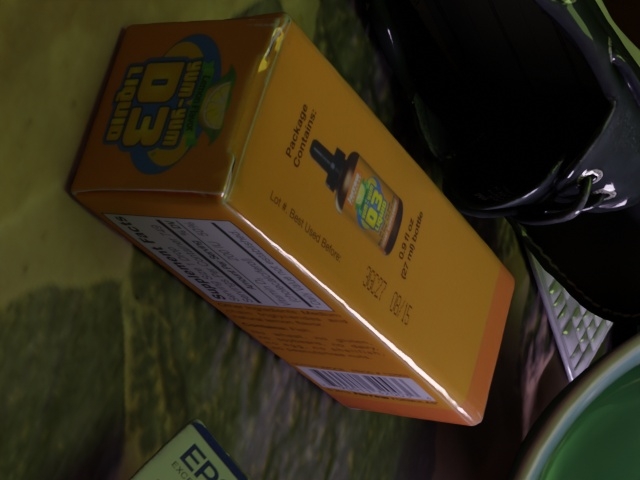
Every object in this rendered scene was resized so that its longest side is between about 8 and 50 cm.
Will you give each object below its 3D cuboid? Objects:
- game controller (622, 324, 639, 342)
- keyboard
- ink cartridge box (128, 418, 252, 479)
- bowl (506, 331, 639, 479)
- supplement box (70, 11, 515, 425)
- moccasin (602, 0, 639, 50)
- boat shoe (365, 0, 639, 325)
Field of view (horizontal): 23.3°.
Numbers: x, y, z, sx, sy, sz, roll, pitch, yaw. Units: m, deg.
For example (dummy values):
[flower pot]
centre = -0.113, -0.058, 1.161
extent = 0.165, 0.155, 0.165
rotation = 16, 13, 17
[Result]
[game controller]
centre = 0.289, 0.034, 1.139
extent = 0.319, 0.067, 0.167
rotation = -23, 128, -55
[keyboard]
centre = 0.134, -0.024, 0.910
extent = 0.072, 0.014, 0.256
rotation = -59, 139, -36
[ink cartridge box]
centre = -0.043, 0.205, 0.513
extent = 0.223, 0.045, 0.224
rotation = 50, 42, -1
[bowl]
centre = 0.221, 0.172, 0.861
extent = 0.163, 0.311, 0.312
rotation = -159, -109, -79
[supplement box]
centre = 0.000, 0.000, 0.638
extent = 0.233, 0.080, 0.078
rotation = 46, 55, -53
[moccasin]
centre = 0.191, -0.269, 0.850
extent = 0.147, 0.139, 0.380
rotation = 6, 88, -57
[boat shoe]
centre = 0.093, -0.066, 0.733
extent = 0.113, 0.127, 0.340
rotation = -56, 136, -36
